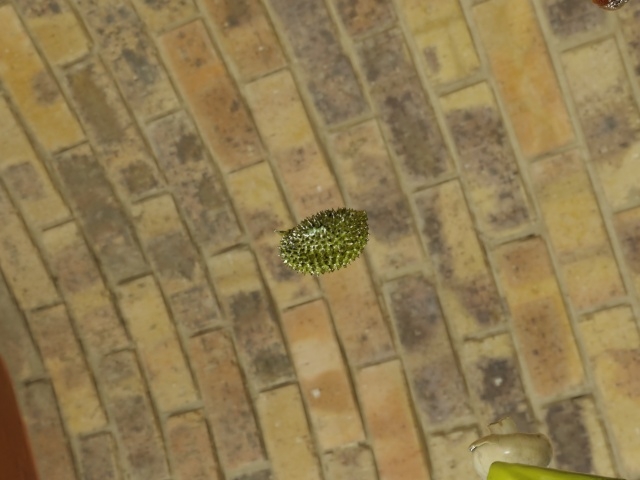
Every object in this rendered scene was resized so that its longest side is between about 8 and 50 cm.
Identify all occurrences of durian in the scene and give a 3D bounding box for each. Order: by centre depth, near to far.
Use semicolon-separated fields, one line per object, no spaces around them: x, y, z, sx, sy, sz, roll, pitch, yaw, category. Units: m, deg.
-0.003;0.001;1.957;0.095;0.221;0.137;38;-139;-59;durian

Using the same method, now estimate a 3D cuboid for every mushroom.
0.352;0.388;1.653;0.154;0.154;0.122;34;-138;-61;mushroom

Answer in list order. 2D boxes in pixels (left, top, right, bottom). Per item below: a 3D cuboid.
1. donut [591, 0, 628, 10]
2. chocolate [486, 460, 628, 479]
0.367;-0.361;1.162;0.140;0.059;0.140;29;-137;-31;donut
0.264;0.346;0.687;0.137;0.289;0.300;33;-115;-53;chocolate
